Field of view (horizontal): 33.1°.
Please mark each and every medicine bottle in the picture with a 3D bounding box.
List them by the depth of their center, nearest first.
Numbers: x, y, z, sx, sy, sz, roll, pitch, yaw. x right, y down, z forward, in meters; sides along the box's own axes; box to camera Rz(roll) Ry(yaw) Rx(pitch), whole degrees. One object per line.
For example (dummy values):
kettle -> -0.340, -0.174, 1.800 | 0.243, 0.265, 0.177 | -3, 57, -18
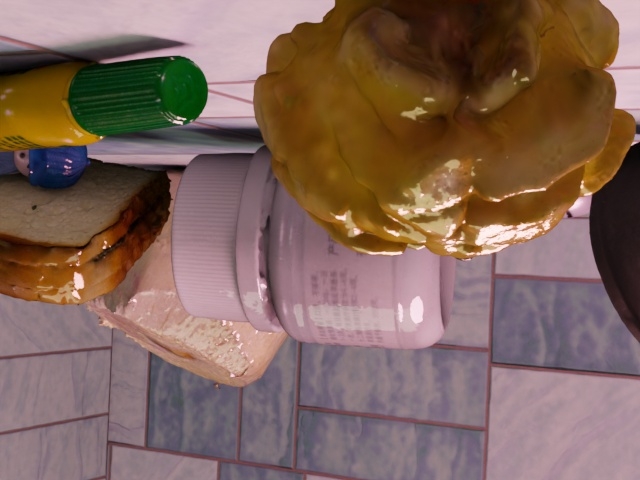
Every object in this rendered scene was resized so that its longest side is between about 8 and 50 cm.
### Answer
medicine bottle -> -0.181, -0.101, 0.802 | 0.260, 0.064, 0.095 | 3, -178, 45
medicine bottle -> 0.000, 0.000, 1.271 | 0.306, 0.245, 0.245 | 3, 180, 12

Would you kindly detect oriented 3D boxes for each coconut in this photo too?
coconut -> -0.193, 0.037, 1.895 | 0.405, 0.404, 0.404 | 2, 179, 0

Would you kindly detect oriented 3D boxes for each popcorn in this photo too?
popcorn -> 0.058, -0.062, 0.480 | 0.167, 0.152, 0.148 | -21, -137, -16

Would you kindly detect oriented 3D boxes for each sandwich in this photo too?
sandwich -> -0.355, -0.026, 1.292 | 0.301, 0.099, 0.271 | 11, -150, 10

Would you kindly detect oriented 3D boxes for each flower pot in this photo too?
flower pot -> 0.410, -0.007, 1.023 | 0.269, 0.269, 0.166 | 3, 157, -25

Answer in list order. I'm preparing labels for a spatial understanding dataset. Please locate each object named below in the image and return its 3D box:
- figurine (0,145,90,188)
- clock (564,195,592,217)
figurine -> -0.344, -0.099, 1.258 | 0.149, 0.086, 0.087 | 6, 155, 29
clock -> 0.230, -0.054, 1.163 | 0.176, 0.117, 0.080 | 2, 180, 11
